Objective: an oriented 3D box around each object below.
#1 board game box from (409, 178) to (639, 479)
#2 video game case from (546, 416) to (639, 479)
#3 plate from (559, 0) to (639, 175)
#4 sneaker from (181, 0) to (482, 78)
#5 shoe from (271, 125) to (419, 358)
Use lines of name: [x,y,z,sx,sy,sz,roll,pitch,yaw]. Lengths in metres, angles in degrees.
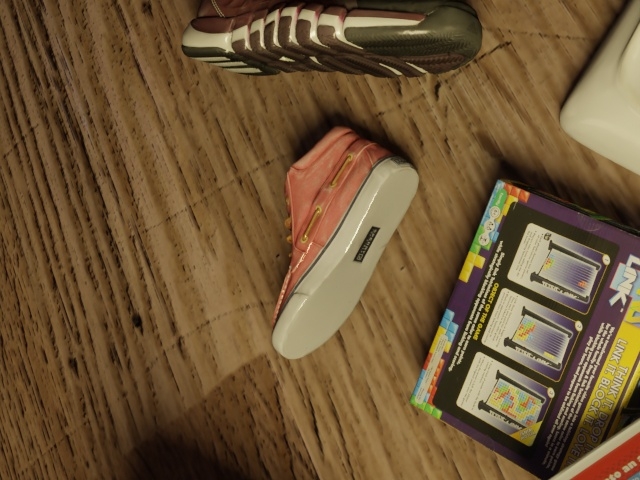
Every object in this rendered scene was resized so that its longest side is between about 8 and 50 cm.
board game box: [0.153,0.062,0.701,0.141,0.048,0.170,28,102,35]
video game case: [0.254,0.202,0.539,0.204,0.025,0.285,-33,54,-2]
plate: [0.302,-0.128,0.608,0.278,0.045,0.277,39,108,34]
sneaker: [0.005,-0.215,0.816,0.281,0.106,0.162,8,87,39]
shoe: [0.000,0.000,0.822,0.081,0.063,0.178,38,103,36]
